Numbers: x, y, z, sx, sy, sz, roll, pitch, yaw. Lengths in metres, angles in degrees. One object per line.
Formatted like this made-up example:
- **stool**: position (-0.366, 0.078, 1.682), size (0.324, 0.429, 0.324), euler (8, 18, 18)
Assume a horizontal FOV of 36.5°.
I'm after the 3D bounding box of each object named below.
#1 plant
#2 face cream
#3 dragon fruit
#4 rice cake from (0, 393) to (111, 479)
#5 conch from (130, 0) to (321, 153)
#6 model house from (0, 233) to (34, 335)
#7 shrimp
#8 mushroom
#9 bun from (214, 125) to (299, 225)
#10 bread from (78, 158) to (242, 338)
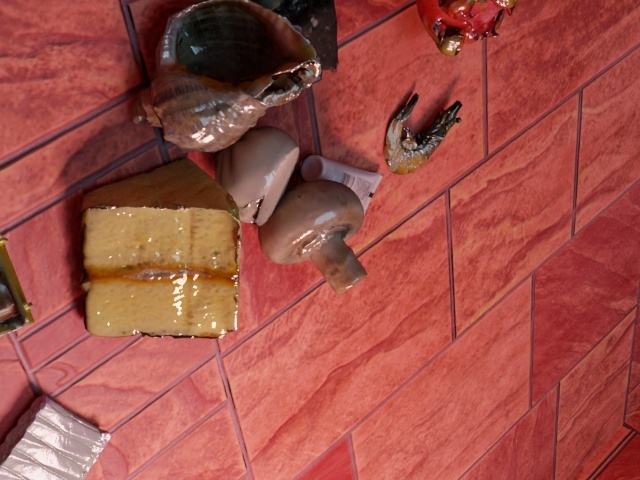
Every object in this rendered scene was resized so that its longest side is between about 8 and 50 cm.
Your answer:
- **plant**: position (-0.063, -0.377, 1.523), size (0.149, 0.146, 0.275), euler (-54, 145, -40)
- **face cream**: position (0.045, -0.114, 1.884), size (0.243, 0.058, 0.092), euler (19, 99, -57)
- **dragon fruit**: position (0.275, -0.472, 1.769), size (0.307, 0.243, 0.228), euler (40, 43, -48)
- **rice cake**: position (-0.457, 0.364, 1.626), size (0.189, 0.037, 0.198), euler (-56, 143, -6)
- **conch**: position (-0.152, -0.248, 1.481), size (0.291, 0.159, 0.210), euler (-15, 90, -6)
- **model house**: position (-0.556, 0.064, 1.261), size (0.301, 0.340, 0.323), euler (68, 21, 0)
- **shrimp**: position (0.208, -0.233, 1.998), size (0.217, 0.051, 0.150), euler (-46, 133, -13)
- **mushroom**: position (-0.013, -0.006, 1.769), size (0.206, 0.206, 0.209), euler (-16, 101, -43)
- **bun**: position (-0.118, -0.119, 1.634), size (0.173, 0.119, 0.173), euler (-61, 175, -9)
- **bread**: position (-0.256, 0.044, 1.538), size (0.236, 0.198, 0.264), euler (-18, 128, -34)
